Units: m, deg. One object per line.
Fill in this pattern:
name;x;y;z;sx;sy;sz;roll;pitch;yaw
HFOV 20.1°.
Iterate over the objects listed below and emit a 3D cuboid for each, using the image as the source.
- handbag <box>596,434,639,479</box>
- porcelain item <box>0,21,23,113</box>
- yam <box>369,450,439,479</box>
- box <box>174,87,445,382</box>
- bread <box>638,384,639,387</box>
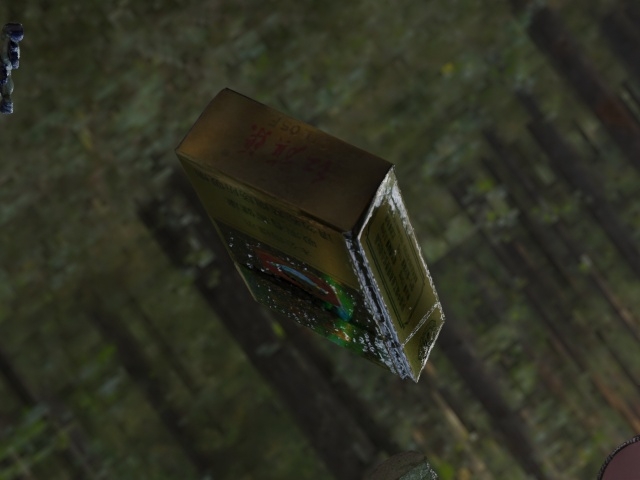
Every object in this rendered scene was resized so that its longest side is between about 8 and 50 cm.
handbag;0.420;0.349;2.236;0.179;0.205;0.116;-22;163;2
porcelain item;-0.345;-0.169;1.963;0.021;0.075;0.136;-1;149;-27
yam;0.109;0.286;1.726;0.068;0.169;0.068;-25;-164;8
box;0.000;0.000;1.338;0.071;0.159;0.240;-57;153;-19
bread;0.449;0.226;1.671;0.250;0.279;0.225;-15;173;4
